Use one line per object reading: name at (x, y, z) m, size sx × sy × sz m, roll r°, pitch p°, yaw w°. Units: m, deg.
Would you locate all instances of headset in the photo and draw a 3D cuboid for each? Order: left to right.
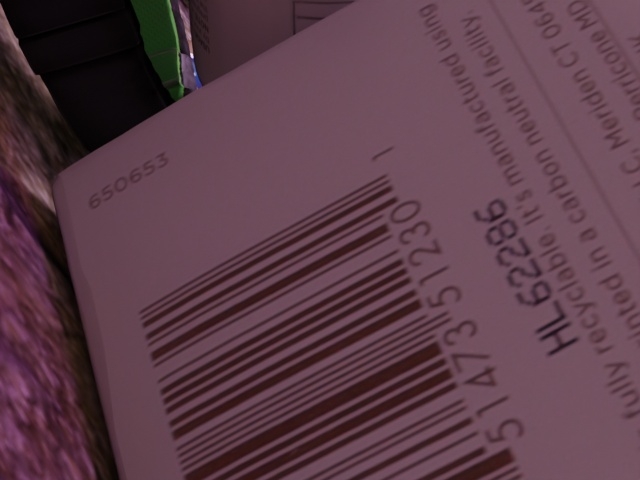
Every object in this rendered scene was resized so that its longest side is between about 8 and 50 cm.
headset at (-0.164, -0.209, 0.673) m, size 0.243 × 0.185 × 0.394 m, roll -102°, pitch 176°, yaw -51°

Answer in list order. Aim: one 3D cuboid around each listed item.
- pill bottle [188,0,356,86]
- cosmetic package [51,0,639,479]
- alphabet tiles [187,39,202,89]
pill bottle at (0.004, -0.117, 0.678) m, size 0.131 × 0.131 × 0.229 m, roll -110°, pitch -165°, yaw -45°
cosmetic package at (0.144, 0.108, 0.631) m, size 0.394 × 0.327 × 0.329 m, roll 51°, pitch 13°, yaw -50°
alphabet tiles at (-0.021, -0.059, 1.002) m, size 0.198 × 0.009 × 0.237 m, roll 58°, pitch 29°, yaw -3°
